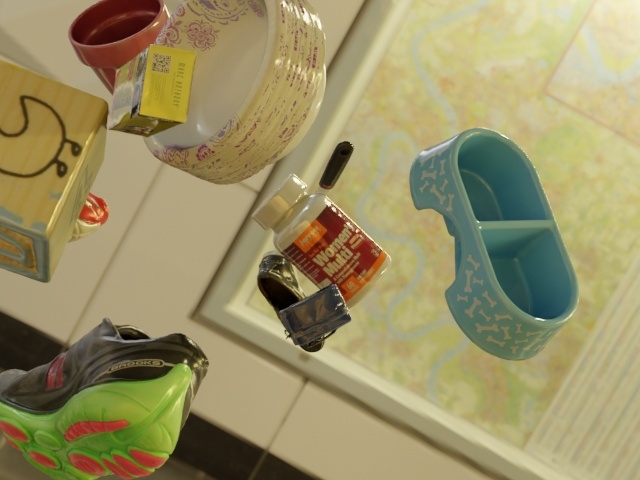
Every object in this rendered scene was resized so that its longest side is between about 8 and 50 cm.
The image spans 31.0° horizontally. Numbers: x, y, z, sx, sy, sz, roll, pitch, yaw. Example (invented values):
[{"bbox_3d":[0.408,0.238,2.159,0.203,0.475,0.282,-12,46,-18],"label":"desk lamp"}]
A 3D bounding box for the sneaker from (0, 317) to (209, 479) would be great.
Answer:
[{"bbox_3d":[-0.311,0.220,1.607,0.483,0.202,0.185,-8,-55,48],"label":"sneaker"}]

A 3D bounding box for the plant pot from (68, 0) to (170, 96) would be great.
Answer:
[{"bbox_3d":[-0.377,-0.369,2.304,0.201,0.201,0.180,37,-26,44],"label":"plant pot"}]

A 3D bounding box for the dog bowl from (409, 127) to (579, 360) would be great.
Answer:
[{"bbox_3d":[0.216,-0.005,1.402,0.166,0.074,0.297,-2,65,-34],"label":"dog bowl"}]

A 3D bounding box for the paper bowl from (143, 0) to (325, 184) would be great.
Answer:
[{"bbox_3d":[-0.105,-0.211,1.560,0.148,0.284,0.284,25,9,-41],"label":"paper bowl"}]

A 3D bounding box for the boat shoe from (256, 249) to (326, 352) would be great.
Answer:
[{"bbox_3d":[-0.058,0.132,2.203,0.079,0.084,0.233,-77,147,-55],"label":"boat shoe"}]

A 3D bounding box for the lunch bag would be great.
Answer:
[{"bbox_3d":[-0.008,0.111,1.617,0.065,0.098,0.067,62,-10,0],"label":"lunch bag"}]

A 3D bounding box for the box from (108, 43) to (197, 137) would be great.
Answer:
[{"bbox_3d":[-0.207,-0.178,1.397,0.058,0.087,0.232,9,-1,-18],"label":"box"}]

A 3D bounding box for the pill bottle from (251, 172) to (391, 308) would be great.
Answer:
[{"bbox_3d":[0.000,0.000,1.893,0.221,0.121,0.121,43,7,-6],"label":"pill bottle"}]

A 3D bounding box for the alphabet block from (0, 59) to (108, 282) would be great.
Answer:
[{"bbox_3d":[-0.389,-0.088,1.443,0.193,0.197,0.193,21,-22,-7],"label":"alphabet block"}]

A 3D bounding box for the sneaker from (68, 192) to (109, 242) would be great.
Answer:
[{"bbox_3d":[-0.420,-0.097,1.734,0.118,0.107,0.279,-22,57,-40],"label":"sneaker"}]

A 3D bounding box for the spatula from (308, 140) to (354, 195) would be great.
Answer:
[{"bbox_3d":[0.004,-0.088,1.950,0.084,0.030,0.296,12,-27,-12],"label":"spatula"}]
